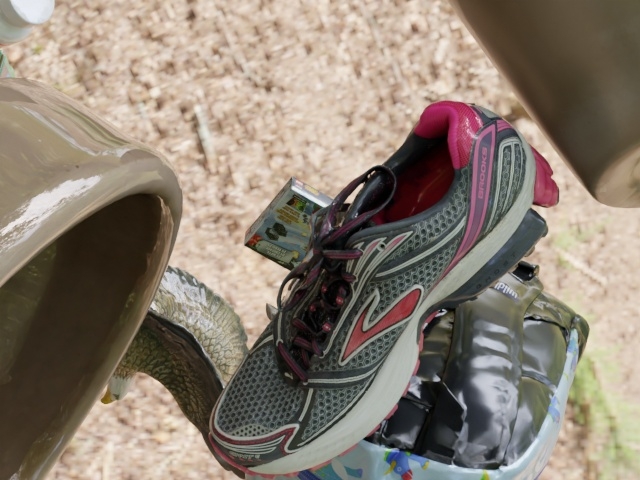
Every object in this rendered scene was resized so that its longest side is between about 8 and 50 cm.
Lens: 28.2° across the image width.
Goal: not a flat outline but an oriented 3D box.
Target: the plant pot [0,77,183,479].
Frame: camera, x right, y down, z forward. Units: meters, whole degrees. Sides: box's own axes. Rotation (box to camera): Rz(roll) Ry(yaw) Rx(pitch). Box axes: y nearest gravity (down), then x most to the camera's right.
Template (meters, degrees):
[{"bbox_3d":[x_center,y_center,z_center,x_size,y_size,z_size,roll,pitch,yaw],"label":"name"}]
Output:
[{"bbox_3d":[-0.210,0.020,0.428,0.229,0.263,0.263,34,54,7],"label":"plant pot"}]

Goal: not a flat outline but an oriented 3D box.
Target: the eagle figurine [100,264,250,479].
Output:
[{"bbox_3d":[-0.184,0.129,1.492,0.298,0.225,0.226,24,63,-13],"label":"eagle figurine"}]

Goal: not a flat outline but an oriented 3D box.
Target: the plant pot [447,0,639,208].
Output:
[{"bbox_3d":[0.236,-0.188,0.898,0.323,0.323,0.280,1,63,-42],"label":"plant pot"}]

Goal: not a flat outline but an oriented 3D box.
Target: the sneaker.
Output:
[{"bbox_3d":[0.022,0.029,0.864,0.299,0.121,0.112,-51,138,5],"label":"sneaker"}]

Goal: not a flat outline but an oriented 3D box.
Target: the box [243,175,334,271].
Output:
[{"bbox_3d":[0.000,0.000,1.362,0.137,0.094,0.027,30,33,-20],"label":"box"}]

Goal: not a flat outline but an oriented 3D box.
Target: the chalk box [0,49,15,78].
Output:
[{"bbox_3d":[-0.413,-0.144,1.407,0.213,0.132,0.132,16,77,-3],"label":"chalk box"}]

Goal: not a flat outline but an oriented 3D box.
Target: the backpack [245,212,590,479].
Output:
[{"bbox_3d":[0.071,0.142,1.073,0.290,0.355,0.273,25,102,0],"label":"backpack"}]

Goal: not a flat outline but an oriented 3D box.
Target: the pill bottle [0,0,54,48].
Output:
[{"bbox_3d":[-0.455,-0.312,1.733,0.108,0.193,0.108,14,72,-51],"label":"pill bottle"}]
